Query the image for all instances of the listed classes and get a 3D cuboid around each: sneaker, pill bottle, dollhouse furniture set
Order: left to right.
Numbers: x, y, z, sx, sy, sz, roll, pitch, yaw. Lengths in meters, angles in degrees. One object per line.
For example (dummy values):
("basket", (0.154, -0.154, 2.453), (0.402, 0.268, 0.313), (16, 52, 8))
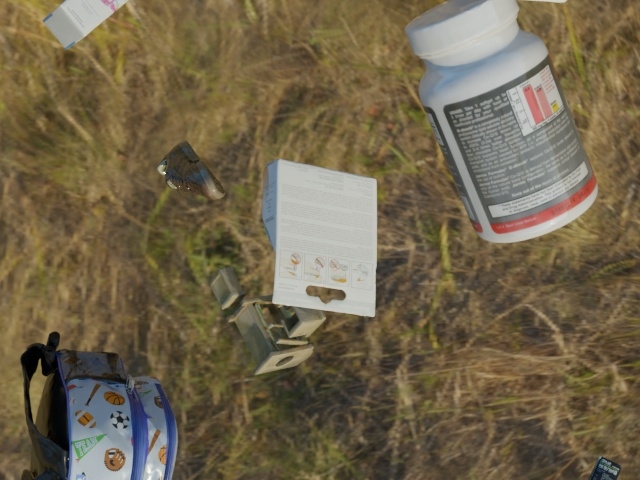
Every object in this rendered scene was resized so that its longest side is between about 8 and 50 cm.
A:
("sneaker", (-0.211, -0.098, 1.698), (0.071, 0.066, 0.188), (-38, 32, -2))
("dollhouse furniture set", (-0.068, 0.091, 1.685), (0.161, 0.101, 0.182), (-49, 61, 38))
("pill bottle", (0.278, -0.197, 1.629), (0.210, 0.210, 0.363), (-17, 109, 23))

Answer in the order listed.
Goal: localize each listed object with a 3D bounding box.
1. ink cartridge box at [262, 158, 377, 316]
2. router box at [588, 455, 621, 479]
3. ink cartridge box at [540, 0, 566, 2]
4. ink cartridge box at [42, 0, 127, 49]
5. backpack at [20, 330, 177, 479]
("ink cartridge box", (0.000, 0.000, 1.277), (0.045, 0.145, 0.179), (-20, 64, 59))
("router box", (0.424, 0.392, 1.611), (0.038, 0.122, 0.092), (23, 72, 18))
("ink cartridge box", (0.032, -0.172, 0.517), (0.198, 0.115, 0.067), (-129, 42, -60))
("ink cartridge box", (-0.296, -0.315, 1.379), (0.052, 0.122, 0.088), (52, 155, -17))
("backpack", (-0.312, 0.302, 1.438), (0.213, 0.263, 0.277), (4, 107, -14))
